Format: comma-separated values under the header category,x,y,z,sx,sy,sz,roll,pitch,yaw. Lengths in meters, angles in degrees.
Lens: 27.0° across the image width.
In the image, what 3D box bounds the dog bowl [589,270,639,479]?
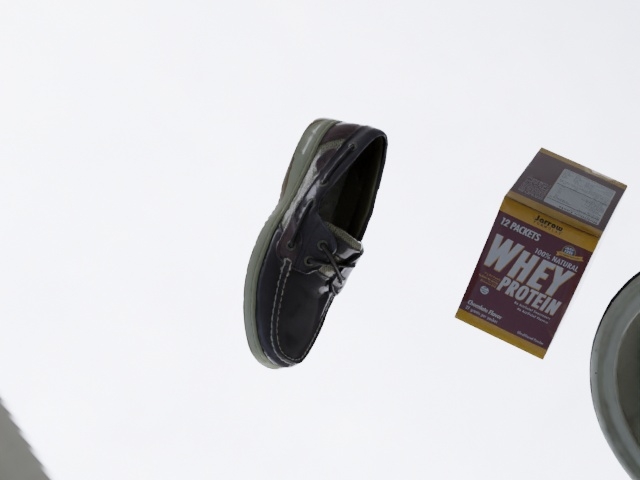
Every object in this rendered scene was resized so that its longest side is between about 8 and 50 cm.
category,x,y,z,sx,sy,sz,roll,pitch,yaw
dog bowl,0.563,0.182,1.709,0.150,0.408,0.408,-26,-103,-48

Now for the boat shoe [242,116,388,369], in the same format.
category,x,y,z,sx,sy,sz,roll,pitch,yaw
boat shoe,0.000,0.000,1.411,0.103,0.092,0.285,35,-114,-43

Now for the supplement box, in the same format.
category,x,y,z,sx,sy,sz,roll,pitch,yaw
supplement box,0.289,0.014,1.739,0.129,0.191,0.194,26,-151,12
